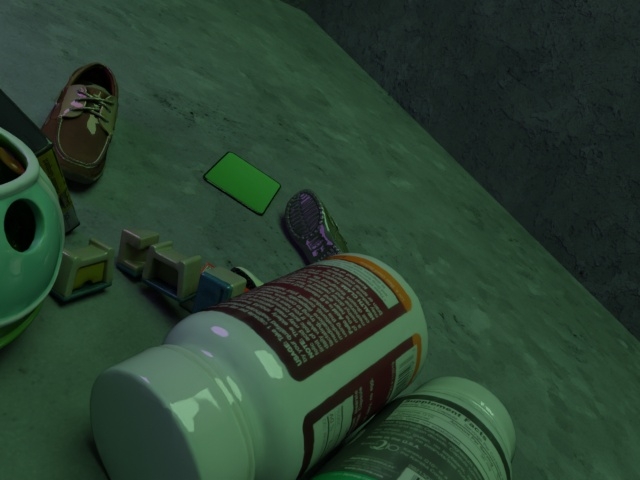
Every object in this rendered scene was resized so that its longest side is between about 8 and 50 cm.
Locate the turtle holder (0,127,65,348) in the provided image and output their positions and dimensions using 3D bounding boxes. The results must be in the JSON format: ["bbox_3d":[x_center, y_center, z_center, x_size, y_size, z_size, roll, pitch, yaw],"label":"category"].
[{"bbox_3d":[-0.413,0.001,0.573,0.243,0.227,0.320,48,29,19],"label":"turtle holder"}]

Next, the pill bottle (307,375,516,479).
[{"bbox_3d":[0.120,0.315,0.728,0.204,0.204,0.361,45,28,16],"label":"pill bottle"}]

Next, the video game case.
[{"bbox_3d":[-0.440,-0.152,0.772,0.275,0.248,0.035,45,65,4],"label":"video game case"}]

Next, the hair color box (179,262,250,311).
[{"bbox_3d":[-0.139,0.105,0.900,0.141,0.072,0.043,34,28,-6],"label":"hair color box"}]

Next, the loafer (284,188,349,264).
[{"bbox_3d":[0.000,0.000,1.229,0.087,0.094,0.251,40,23,-57],"label":"loafer"}]

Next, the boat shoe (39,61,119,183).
[{"bbox_3d":[-0.423,-0.224,1.033,0.123,0.116,0.324,18,32,-31],"label":"boat shoe"}]

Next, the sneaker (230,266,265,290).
[{"bbox_3d":[-0.093,0.109,0.980,0.161,0.057,0.075,43,11,16],"label":"sneaker"}]

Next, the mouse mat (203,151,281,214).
[{"bbox_3d":[-0.171,-0.133,1.306,0.153,0.007,0.189,34,26,-6],"label":"mouse mat"}]

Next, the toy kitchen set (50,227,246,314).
[{"bbox_3d":[-0.243,0.085,0.803,0.207,0.122,0.166,25,22,22],"label":"toy kitchen set"}]

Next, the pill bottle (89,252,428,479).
[{"bbox_3d":[-0.055,0.167,0.713,0.224,0.224,0.392,47,38,19],"label":"pill bottle"}]
